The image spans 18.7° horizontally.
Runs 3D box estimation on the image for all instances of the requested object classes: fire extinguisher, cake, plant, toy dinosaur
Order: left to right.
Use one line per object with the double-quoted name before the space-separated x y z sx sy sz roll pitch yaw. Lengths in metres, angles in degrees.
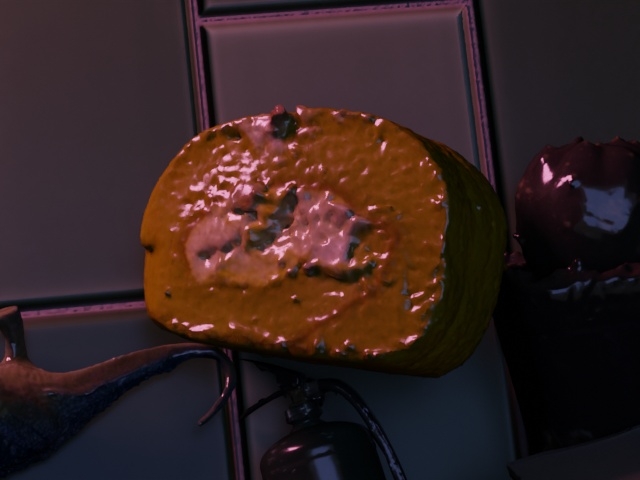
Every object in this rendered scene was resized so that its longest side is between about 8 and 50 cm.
"toy dinosaur" -0.248 0.129 1.438 0.363 0.076 0.147 -26 103 -9
"cake" 0.000 0.000 1.414 0.260 0.156 0.179 7 83 25
"fire extinguisher" 0.017 0.214 1.442 0.118 0.093 0.294 -22 80 26
"plant" 0.202 0.050 1.460 0.142 0.164 0.256 -2 91 -7

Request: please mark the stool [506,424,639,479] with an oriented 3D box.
"stool" 0.266 0.286 1.326 0.170 0.270 0.244 -16 112 -10
